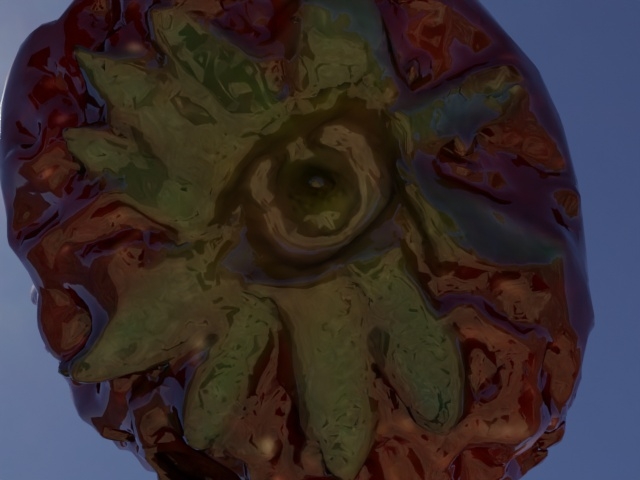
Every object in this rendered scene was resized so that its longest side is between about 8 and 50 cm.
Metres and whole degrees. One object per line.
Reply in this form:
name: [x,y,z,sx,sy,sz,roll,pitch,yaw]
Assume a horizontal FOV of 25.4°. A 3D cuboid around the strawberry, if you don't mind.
strawberry: [0.000,0.000,0.765,0.317,0.345,0.295,37,-87,8]
